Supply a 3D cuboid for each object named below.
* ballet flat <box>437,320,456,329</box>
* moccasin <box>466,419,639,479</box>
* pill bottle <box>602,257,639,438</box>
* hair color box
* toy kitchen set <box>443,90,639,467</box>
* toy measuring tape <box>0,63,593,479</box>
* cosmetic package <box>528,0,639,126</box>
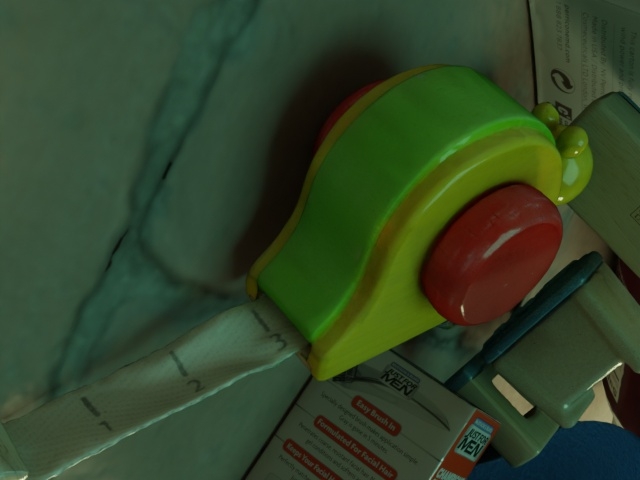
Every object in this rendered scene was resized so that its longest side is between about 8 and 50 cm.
[{"bbox_3d":[0.082,-0.002,0.604,0.041,0.041,0.114,6,110,-54],"label":"ballet flat"},{"bbox_3d":[0.122,0.187,0.735,0.342,0.117,0.137,10,68,-41],"label":"moccasin"},{"bbox_3d":[0.341,0.061,0.817,0.224,0.224,0.392,-37,141,-29],"label":"pill bottle"},{"bbox_3d":[0.012,0.142,0.575,0.167,0.093,0.053,-56,148,-2],"label":"hair color box"},{"bbox_3d":[0.161,0.015,0.637,0.207,0.122,0.166,-48,169,32],"label":"toy kitchen set"},{"bbox_3d":[0.000,0.000,0.441,0.330,0.121,0.121,-22,133,-29],"label":"toy measuring tape"},{"bbox_3d":[0.236,-0.124,0.599,0.184,0.151,0.151,-44,144,-21],"label":"cosmetic package"}]
